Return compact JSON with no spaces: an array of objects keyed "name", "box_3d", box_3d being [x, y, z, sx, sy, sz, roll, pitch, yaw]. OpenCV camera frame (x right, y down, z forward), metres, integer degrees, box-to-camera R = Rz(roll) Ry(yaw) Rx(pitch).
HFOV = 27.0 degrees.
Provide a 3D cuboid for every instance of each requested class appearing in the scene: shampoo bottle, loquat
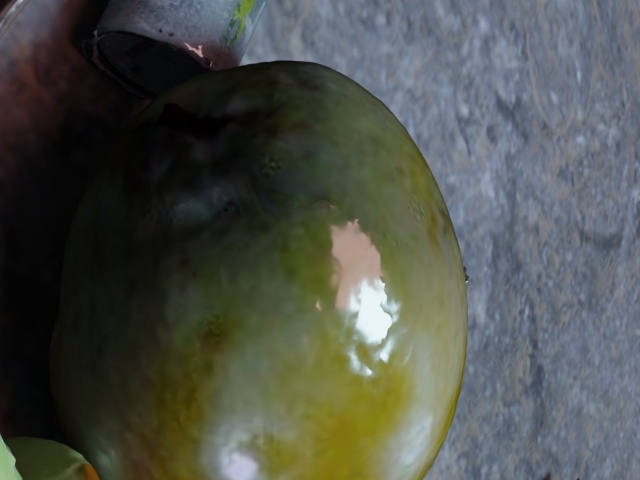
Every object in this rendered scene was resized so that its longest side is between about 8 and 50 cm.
[{"name":"shampoo bottle","box_3d":[-0.036,-0.165,0.625,0.072,0.072,0.214,47,58,-49]},{"name":"loquat","box_3d":[-0.024,0.035,0.574,0.179,0.179,0.227,-25,133,-52]}]

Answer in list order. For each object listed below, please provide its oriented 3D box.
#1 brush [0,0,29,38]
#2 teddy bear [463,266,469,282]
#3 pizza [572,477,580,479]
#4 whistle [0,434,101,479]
[{"name":"brush","box_3d":[-0.081,-0.171,0.561,0.071,0.084,0.301,49,61,-43]},{"name":"teddy bear","box_3d":[-0.003,-0.001,0.705,0.160,0.078,0.119,43,82,-32]},{"name":"pizza","box_3d":[0.154,0.249,1.007,0.185,0.036,0.176,49,54,-46]},{"name":"whistle","box_3d":[-0.120,0.146,0.509,0.131,0.106,0.288,-29,127,-21]}]
